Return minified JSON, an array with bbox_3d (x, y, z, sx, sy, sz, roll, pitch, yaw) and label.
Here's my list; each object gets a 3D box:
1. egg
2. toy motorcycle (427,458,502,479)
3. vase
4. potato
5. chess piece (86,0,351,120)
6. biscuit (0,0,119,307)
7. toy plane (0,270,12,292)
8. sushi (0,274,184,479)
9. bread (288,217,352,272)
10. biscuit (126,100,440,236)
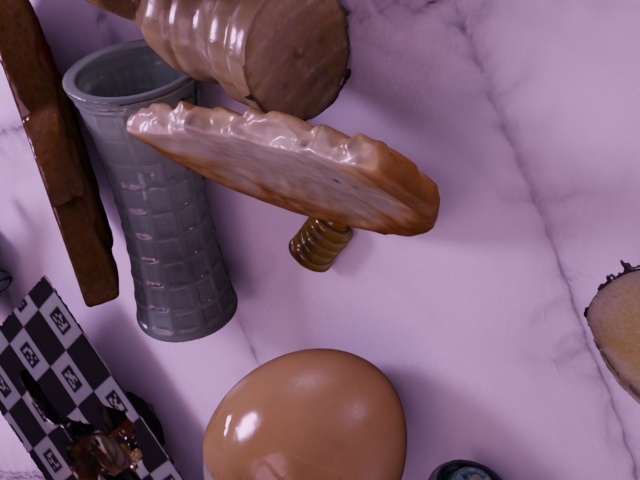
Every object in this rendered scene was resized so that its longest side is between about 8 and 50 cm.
[{"bbox_3d":[-0.012,0.209,1.482,0.201,0.201,0.244,48,129,15],"label":"egg"},{"bbox_3d":[0.180,0.323,1.336,0.296,0.198,0.109,39,135,23],"label":"toy motorcycle"},{"bbox_3d":[-0.161,-0.044,1.537,0.143,0.143,0.299,21,134,40],"label":"vase"},{"bbox_3d":[0.294,0.060,1.113,0.164,0.081,0.200,54,148,-7],"label":"potato"},{"bbox_3d":[-0.116,-0.207,1.379,0.301,0.137,0.137,25,132,42],"label":"chess piece"},{"bbox_3d":[-0.283,-0.106,1.596,0.314,0.063,0.367,-147,39,-73],"label":"biscuit"},{"bbox_3d":[-0.470,0.010,1.956,0.204,0.103,0.316,43,145,18],"label":"toy plane"},{"bbox_3d":[-0.292,0.237,1.946,0.359,0.064,0.343,54,143,4],"label":"sushi"},{"bbox_3d":[0.000,0.000,1.456,0.049,0.033,0.088,48,143,5],"label":"bread"},{"bbox_3d":[-0.012,-0.061,1.325,0.309,0.040,0.204,12,166,41],"label":"biscuit"}]
